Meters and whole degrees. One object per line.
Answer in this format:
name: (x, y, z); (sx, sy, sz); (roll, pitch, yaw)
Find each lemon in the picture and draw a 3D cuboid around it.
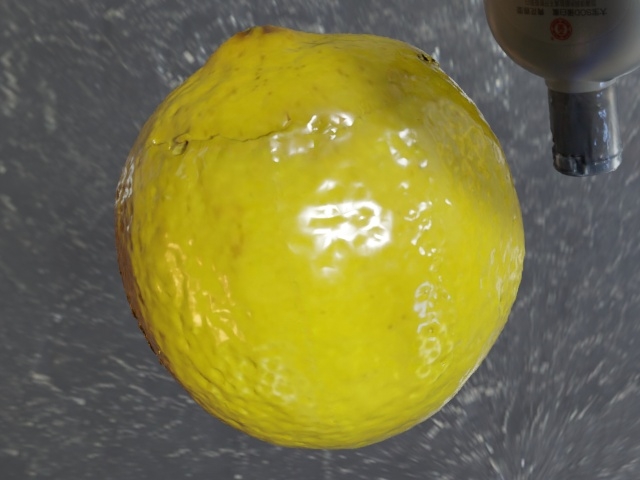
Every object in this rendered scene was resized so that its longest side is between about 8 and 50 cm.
lemon: (-0.001, -0.001, 1.051); (0.293, 0.293, 0.293); (-1, 80, 7)

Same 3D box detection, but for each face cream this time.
face cream: (0.182, -0.187, 1.136); (0.143, 0.071, 0.291); (5, 118, 30)
